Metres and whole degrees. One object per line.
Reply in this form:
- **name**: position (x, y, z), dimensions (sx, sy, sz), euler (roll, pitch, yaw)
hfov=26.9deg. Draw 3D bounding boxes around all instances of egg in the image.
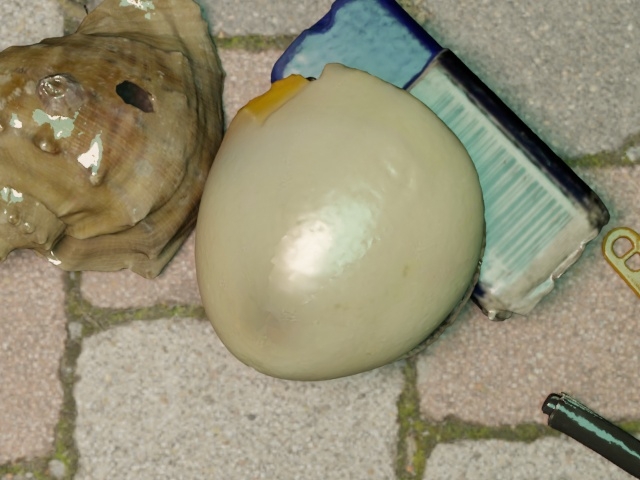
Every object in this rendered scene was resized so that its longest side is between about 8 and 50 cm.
- **egg**: position (0.004, 0.003, 1.169), dimensions (0.264, 0.174, 0.286), euler (29, 116, 7)

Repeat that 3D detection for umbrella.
- **umbrella**: position (0.272, 0.191, 1.290), dimensions (0.133, 0.031, 0.036), euler (33, 84, 2)

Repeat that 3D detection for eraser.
- **eraser**: position (0.108, -0.082, 1.271), dimensions (0.332, 0.101, 0.155), euler (45, 88, 3)

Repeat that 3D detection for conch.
- **conch**: position (-0.206, -0.091, 1.235), dimensions (0.263, 0.186, 0.324), euler (41, 89, -20)

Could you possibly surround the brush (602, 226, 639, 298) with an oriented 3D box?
- **brush**: position (0.369, 0.097, 1.307), dimensions (0.103, 0.013, 0.272), euler (-39, 87, -4)
